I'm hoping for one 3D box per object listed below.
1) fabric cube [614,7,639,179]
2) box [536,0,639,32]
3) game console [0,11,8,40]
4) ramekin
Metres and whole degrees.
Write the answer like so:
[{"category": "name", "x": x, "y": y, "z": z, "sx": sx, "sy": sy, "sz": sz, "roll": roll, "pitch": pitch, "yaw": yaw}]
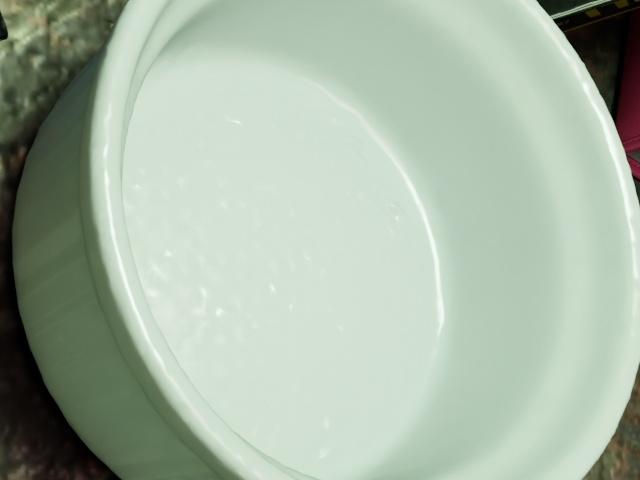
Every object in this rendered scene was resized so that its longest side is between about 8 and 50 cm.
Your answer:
[{"category": "fabric cube", "x": 0.374, "y": -0.143, "z": 0.843, "sx": 0.259, "sy": 0.254, "sz": 0.258, "roll": 26, "pitch": 64, "yaw": -30}, {"category": "box", "x": 0.170, "y": -0.258, "z": 0.679, "sx": 0.079, "sy": 0.322, "sz": 0.257, "roll": -11, "pitch": 84, "yaw": -73}, {"category": "game console", "x": -0.142, "y": -0.173, "z": 0.522, "sx": 0.085, "sy": 0.124, "sz": 0.144, "roll": -32, "pitch": 141, "yaw": -16}, {"category": "ramekin", "x": 0.000, "y": 0.000, "z": 0.588, "sx": 0.277, "sy": 0.135, "sz": 0.277, "roll": 11, "pitch": 70, "yaw": -32}]
